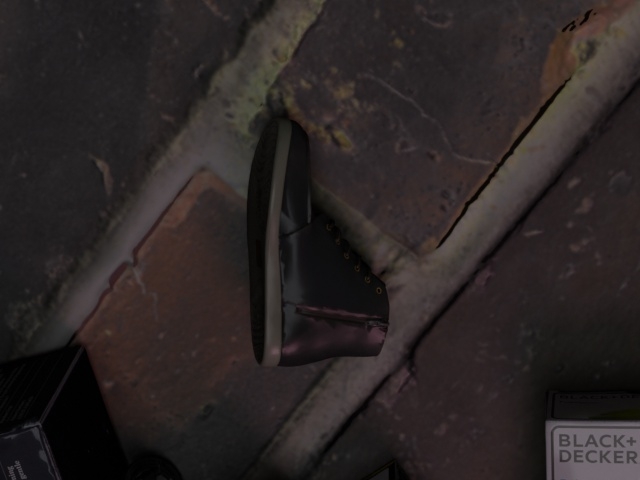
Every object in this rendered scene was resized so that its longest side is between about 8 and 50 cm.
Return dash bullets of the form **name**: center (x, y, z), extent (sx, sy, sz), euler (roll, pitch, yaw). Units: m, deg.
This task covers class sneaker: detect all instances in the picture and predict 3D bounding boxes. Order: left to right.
- **sneaker**: center (0.000, 0.000, 1.349), extent (0.118, 0.083, 0.222), euler (-2, 103, -16)

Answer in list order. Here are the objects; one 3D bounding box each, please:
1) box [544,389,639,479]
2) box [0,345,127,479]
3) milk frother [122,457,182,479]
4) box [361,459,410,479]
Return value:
- **box**: center (0.288, 0.286, 1.389), extent (0.169, 0.087, 0.290), euler (1, 102, 10)
- **box**: center (-0.328, 0.311, 1.407), extent (0.312, 0.179, 0.343), euler (-13, 107, 8)
- **milk frother**: center (-0.099, 0.256, 1.400), extent (0.134, 0.129, 0.143), euler (-29, 112, 21)
- **box**: center (0.060, 0.410, 1.475), extent (0.257, 0.079, 0.322), euler (-34, 104, 12)
